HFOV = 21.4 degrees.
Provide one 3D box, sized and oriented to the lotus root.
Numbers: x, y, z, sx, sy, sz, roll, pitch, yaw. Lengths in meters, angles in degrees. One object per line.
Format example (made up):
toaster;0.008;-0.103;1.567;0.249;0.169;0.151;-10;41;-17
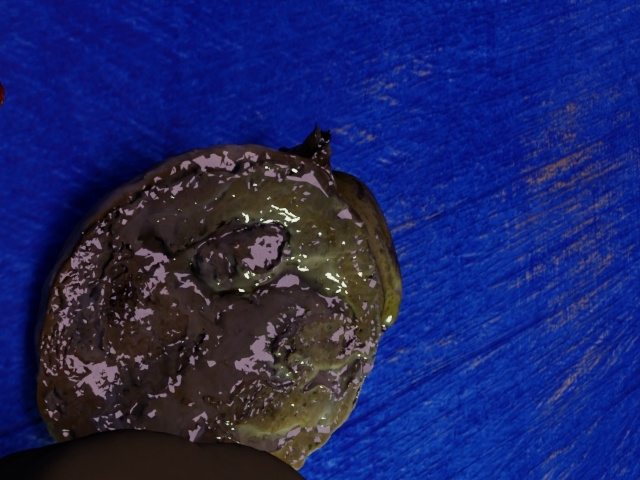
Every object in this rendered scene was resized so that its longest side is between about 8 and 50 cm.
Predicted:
lotus root;-0.002;0.000;1.815;0.154;0.154;0.278;-42;122;-45

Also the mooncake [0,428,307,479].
mooncake;-0.169;0.392;1.441;0.467;0.262;0.467;10;73;-37

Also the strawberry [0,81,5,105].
strawberry;-0.318;-0.140;1.361;0.228;0.098;0.174;70;31;-41

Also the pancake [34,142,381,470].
pancake;-0.105;0.090;1.655;0.387;0.082;0.387;-6;102;-30
